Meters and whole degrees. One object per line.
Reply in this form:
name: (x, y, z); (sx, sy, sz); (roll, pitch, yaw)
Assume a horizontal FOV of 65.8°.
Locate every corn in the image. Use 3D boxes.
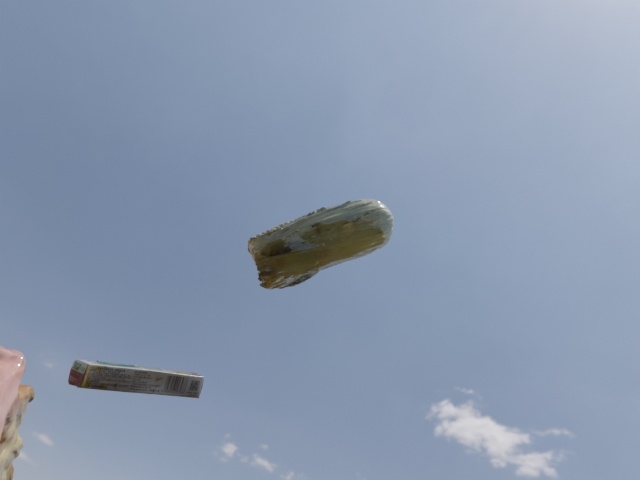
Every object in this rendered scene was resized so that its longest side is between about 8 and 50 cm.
corn: (0.002, 0.002, 0.950); (0.123, 0.305, 0.122); (-23, -92, 66)

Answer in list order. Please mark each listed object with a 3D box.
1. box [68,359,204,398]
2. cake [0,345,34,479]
box: (-0.283, 0.219, 0.781); (0.050, 0.041, 0.207); (1, -15, 44)
cake: (-0.432, 0.208, 0.366); (0.314, 0.307, 0.293); (16, -78, -8)
